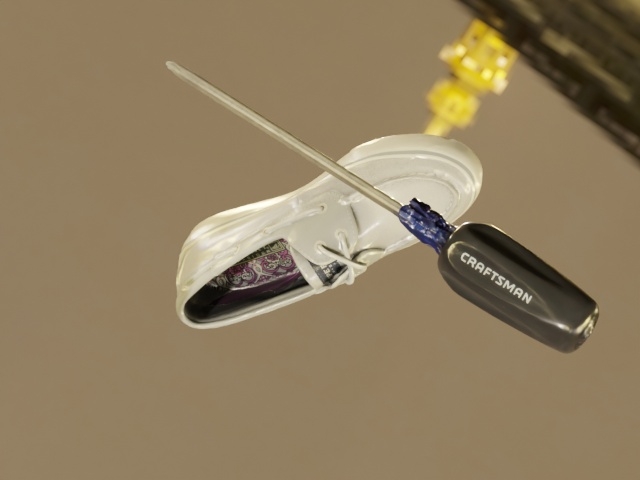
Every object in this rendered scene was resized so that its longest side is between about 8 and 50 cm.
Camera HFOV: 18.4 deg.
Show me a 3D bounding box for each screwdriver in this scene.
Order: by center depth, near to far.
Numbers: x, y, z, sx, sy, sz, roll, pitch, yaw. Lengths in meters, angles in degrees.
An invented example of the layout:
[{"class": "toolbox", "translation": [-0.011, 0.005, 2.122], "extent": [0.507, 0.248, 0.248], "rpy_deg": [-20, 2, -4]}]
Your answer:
[{"class": "screwdriver", "translation": [0.016, -0.018, 0.618], "extent": [0.170, 0.025, 0.024], "rpy_deg": [37, -139, 19]}]

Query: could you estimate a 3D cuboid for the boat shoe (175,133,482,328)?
[{"class": "boat shoe", "translation": [0.000, 0.000, 1.042], "extent": [0.066, 0.184, 0.063], "rpy_deg": [58, -153, -34]}]
